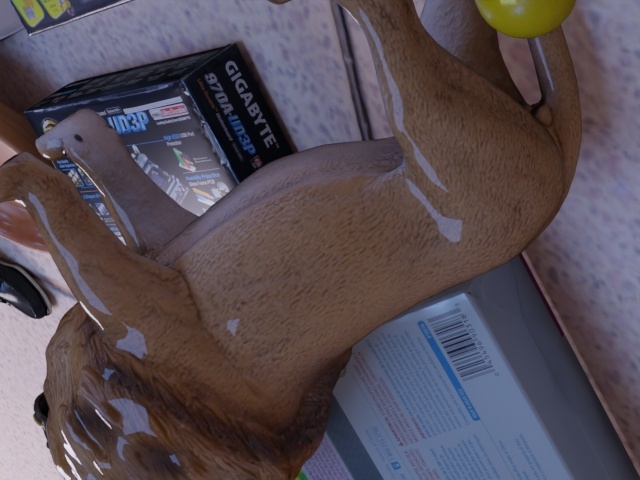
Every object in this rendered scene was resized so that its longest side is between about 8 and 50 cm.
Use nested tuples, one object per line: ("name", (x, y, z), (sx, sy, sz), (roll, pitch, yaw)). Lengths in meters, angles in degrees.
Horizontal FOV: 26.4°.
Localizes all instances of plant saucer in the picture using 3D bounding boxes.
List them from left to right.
("plant saucer", (-0.266, -0.064, 1.095), (0.200, 0.037, 0.200), (24, 154, 13))

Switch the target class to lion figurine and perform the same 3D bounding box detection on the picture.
("lion figurine", (0.000, 0.000, 0.662), (0.392, 0.142, 0.240), (-33, 100, 18))

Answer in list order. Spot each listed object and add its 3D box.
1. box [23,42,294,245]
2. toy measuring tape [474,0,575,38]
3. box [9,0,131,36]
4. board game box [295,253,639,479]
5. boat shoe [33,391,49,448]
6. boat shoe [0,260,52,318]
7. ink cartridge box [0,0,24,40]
("box", (-0.097, -0.035, 0.945), (0.220, 0.051, 0.175), (-3, 121, 52))
("toy measuring tape", (0.082, -0.243, 0.512), (0.121, 0.121, 0.330), (9, 106, 46))
("box", (-0.077, -0.166, 0.736), (0.207, 0.114, 0.036), (-4, 119, 51))
("board game box", (0.021, 0.149, 0.834), (0.303, 0.097, 0.224), (-22, 105, 28))
("boat shoe", (-0.201, 0.167, 1.243), (0.069, 0.081, 0.227), (55, 150, -14))
("boat shoe", (-0.306, 0.040, 1.284), (0.133, 0.042, 0.049), (32, 141, 25))
("ink cartridge box", (-0.314, -0.238, 1.017), (0.181, 0.056, 0.225), (-9, 110, 54))
